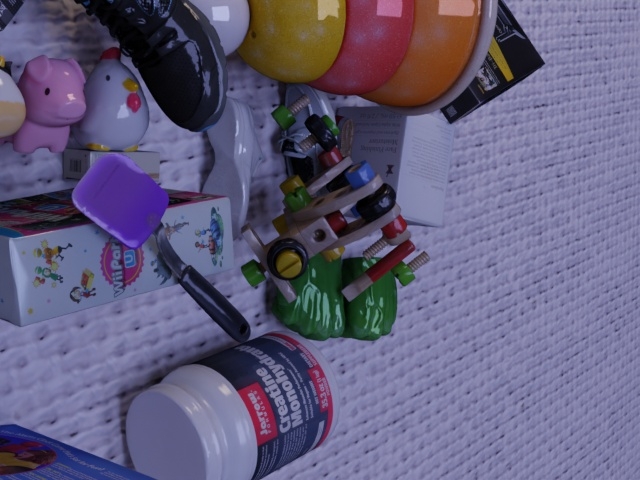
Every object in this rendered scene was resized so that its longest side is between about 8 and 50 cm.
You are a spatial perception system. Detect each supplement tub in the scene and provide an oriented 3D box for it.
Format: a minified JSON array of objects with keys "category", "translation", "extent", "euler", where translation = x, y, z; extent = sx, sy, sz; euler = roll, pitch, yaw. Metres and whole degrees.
[{"category":"supplement tub","translation":[-0.120,0.252,1.384],"extent":[0.272,0.191,0.191],"euler":[-18,109,-48]}]

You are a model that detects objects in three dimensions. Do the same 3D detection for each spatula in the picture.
[{"category":"spatula","translation":[-0.160,0.021,1.079],"extent":[0.296,0.030,0.084],"euler":[54,52,-38]}]

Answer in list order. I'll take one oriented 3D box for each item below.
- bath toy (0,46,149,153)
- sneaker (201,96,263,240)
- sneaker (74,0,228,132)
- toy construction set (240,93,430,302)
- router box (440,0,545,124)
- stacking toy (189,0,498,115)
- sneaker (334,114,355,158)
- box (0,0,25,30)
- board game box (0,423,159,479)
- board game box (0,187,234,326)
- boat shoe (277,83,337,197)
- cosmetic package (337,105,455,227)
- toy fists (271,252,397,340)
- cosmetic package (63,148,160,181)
[{"category":"bath toy","translation":[-0.333,-0.163,1.101],"extent":[0.348,0.151,0.129],"euler":[-9,112,-51]},{"category":"sneaker","translation":[-0.120,-0.103,1.430],"extent":[0.094,0.080,0.212],"euler":[-2,95,-61]},{"category":"sneaker","translation":[-0.227,-0.275,1.136],"extent":[0.139,0.125,0.341],"euler":[-41,110,-49]},{"category":"toy construction set","translation":[0.000,0.000,1.436],"extent":[0.237,0.257,0.309],"euler":[-39,131,-2]},{"category":"router box","translation":[0.230,-0.383,1.690],"extent":[0.243,0.081,0.309],"euler":[-32,89,-43]},{"category":"stacking toy","translation":[-0.021,-0.336,1.361],"extent":[0.479,0.350,0.351],"euler":[-11,104,-36]},{"category":"sneaker","translation":[0.017,-0.152,1.599],"extent":[0.042,0.067,0.119],"euler":[-6,115,-45]},{"category":"box","translation":[-0.394,-0.389,1.035],"extent":[0.270,0.060,0.216],"euler":[55,42,-39]},{"category":"board game box","translation":[-0.330,0.278,1.015],"extent":[0.233,0.347,0.078],"euler":[5,92,-50]},{"category":"board game box","translation":[-0.286,0.004,1.125],"extent":[0.303,0.224,0.098],"euler":[-17,109,-48]},{"category":"boat shoe","translation":[-0.023,-0.149,1.529],"extent":[0.081,0.079,0.228],"euler":[-32,118,-42]},{"category":"cosmetic package","translation":[0.119,-0.124,1.646],"extent":[0.151,0.151,0.184],"euler":[12,85,-50]},{"category":"toy fists","translation":[0.028,0.099,1.617],"extent":[0.279,0.096,0.142],"euler":[7,77,-49]},{"category":"cosmetic package","translation":[-0.271,-0.097,1.257],"extent":[0.115,0.060,0.041],"euler":[-4,100,-48]}]
